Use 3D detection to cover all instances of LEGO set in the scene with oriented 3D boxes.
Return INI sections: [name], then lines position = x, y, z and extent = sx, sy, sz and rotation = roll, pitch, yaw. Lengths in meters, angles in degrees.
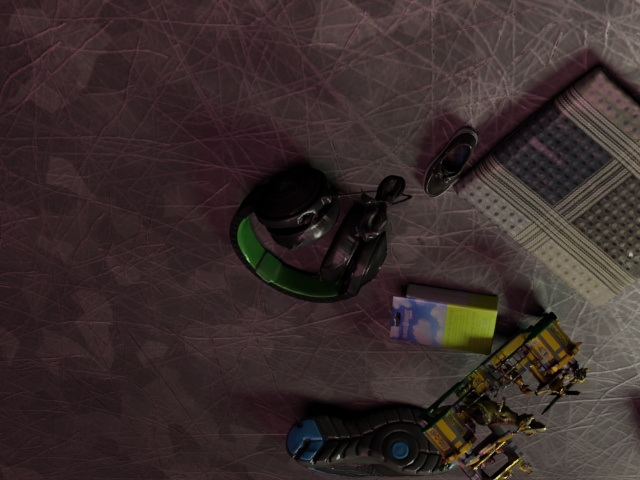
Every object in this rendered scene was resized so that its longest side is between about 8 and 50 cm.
[LEGO set]
position = 0.322, 0.292, 1.761
extent = 0.192, 0.331, 0.255
rotation = 50, 166, 3

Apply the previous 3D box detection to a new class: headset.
[headset]
position = 0.000, 0.000, 1.727
extent = 0.243, 0.185, 0.394
rotation = 39, 140, -15

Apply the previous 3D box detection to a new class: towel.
[towel]
position = 0.422, -0.073, 1.637
extent = 0.324, 0.056, 0.312
rotation = 39, 125, -12

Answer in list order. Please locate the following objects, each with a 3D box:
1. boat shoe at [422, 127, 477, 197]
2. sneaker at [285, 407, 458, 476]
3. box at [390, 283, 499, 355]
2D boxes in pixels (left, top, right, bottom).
[boat shoe]
position = 0.197, -0.115, 1.668
extent = 0.049, 0.040, 0.142
rotation = 26, 130, -5
[sneaker]
position = 0.111, 0.398, 2.081
extent = 0.341, 0.125, 0.139
rotation = 2, 156, 12
[box]
position = 0.214, 0.136, 1.863
extent = 0.178, 0.042, 0.109
rotation = 9, 130, 10
